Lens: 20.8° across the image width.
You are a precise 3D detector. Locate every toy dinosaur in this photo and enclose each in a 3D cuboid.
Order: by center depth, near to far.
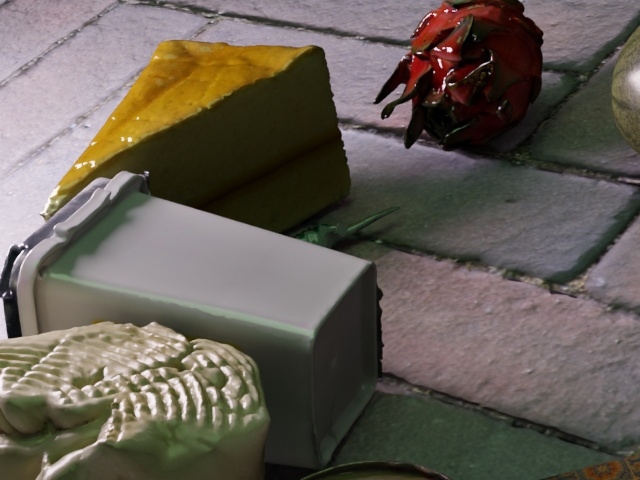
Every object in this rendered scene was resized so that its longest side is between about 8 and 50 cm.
[{"bbox_3d":[-0.001,-0.004,2.148,0.187,0.044,0.106,-38,25,-31],"label":"toy dinosaur"}]

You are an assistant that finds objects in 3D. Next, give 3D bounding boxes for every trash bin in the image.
[{"bbox_3d":[-0.125,0.087,1.876,0.367,0.256,0.296,10,30,21],"label":"trash bin"}]

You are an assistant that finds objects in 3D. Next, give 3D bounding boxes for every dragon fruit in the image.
[{"bbox_3d":[0.190,-0.214,2.265,0.192,0.193,0.274,10,63,38],"label":"dragon fruit"}]

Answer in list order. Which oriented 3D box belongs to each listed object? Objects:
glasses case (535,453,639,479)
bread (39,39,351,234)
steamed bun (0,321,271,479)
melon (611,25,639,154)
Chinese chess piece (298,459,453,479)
[{"bbox_3d":[0.294,0.243,1.651,0.218,0.049,0.075,-14,32,-1],"label":"glasses case"},{"bbox_3d":[-0.154,-0.053,2.106,0.245,0.233,0.362,7,42,26],"label":"bread"},{"bbox_3d":[-0.195,0.210,1.644,0.289,0.203,0.276,-3,23,-6],"label":"steamed bun"},{"bbox_3d":[0.494,-0.184,2.059,0.301,0.237,0.237,-3,34,20],"label":"melon"},{"bbox_3d":[0.041,0.310,1.595,0.249,0.103,0.250,-9,31,5],"label":"Chinese chess piece"}]
